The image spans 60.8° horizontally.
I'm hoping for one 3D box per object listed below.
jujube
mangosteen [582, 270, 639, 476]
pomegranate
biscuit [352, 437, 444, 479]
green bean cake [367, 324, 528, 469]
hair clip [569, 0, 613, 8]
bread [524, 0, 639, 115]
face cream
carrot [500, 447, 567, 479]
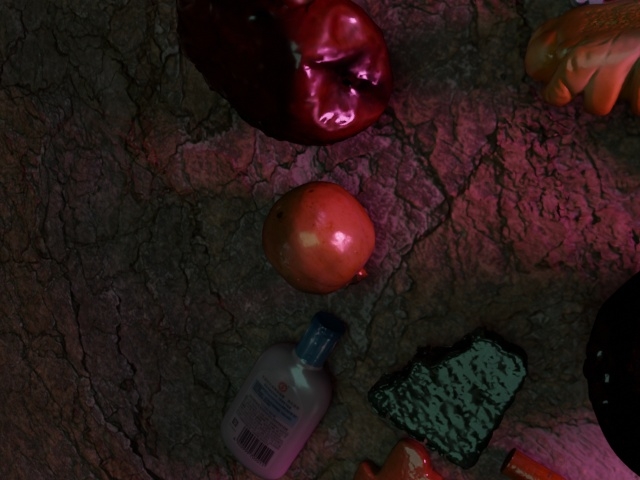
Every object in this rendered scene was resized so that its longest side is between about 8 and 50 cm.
[{"bbox_3d":[-0.066,-0.296,0.851,0.376,0.258,0.258,30,108,22],"label":"jujube"},{"bbox_3d":[0.469,0.166,0.624,0.313,0.297,0.297,24,107,-4],"label":"mangosteen"},{"bbox_3d":[-0.004,-0.001,0.887,0.191,0.191,0.191,3,97,26],"label":"pomegranate"},{"bbox_3d":[0.122,0.503,0.957,0.306,0.043,0.284,-25,84,26],"label":"biscuit"},{"bbox_3d":[0.202,0.214,0.853,0.193,0.107,0.208,32,108,23],"label":"green bean cake"},{"bbox_3d":[0.335,-0.384,0.748,0.062,0.056,0.214,-42,77,24],"label":"hair clip"},{"bbox_3d":[0.417,-0.225,0.671,0.311,0.173,0.121,8,138,31],"label":"bread"},{"bbox_3d":[-0.062,0.277,1.003,0.163,0.080,0.337,36,110,19],"label":"face cream"},{"bbox_3d":[0.349,0.371,0.832,0.139,0.048,0.048,27,107,19],"label":"carrot"}]
